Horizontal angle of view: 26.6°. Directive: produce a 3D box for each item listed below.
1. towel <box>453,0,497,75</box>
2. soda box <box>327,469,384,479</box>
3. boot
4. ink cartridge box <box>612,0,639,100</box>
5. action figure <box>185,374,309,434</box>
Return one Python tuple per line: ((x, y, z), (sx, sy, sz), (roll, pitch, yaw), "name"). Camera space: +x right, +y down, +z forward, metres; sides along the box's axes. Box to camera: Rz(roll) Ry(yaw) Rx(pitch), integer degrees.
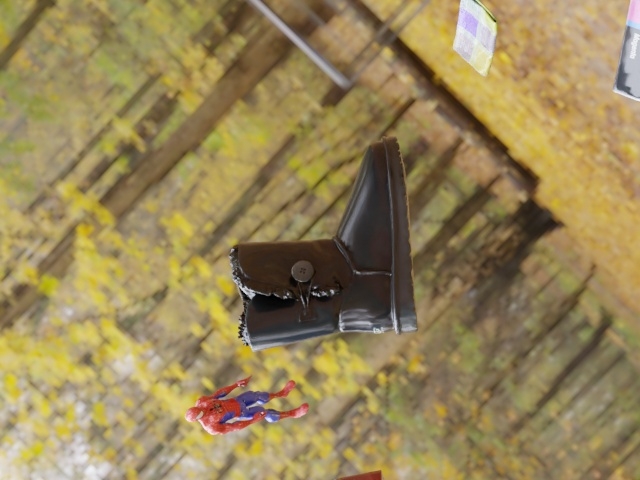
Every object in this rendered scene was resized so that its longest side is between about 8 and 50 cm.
((0.165, -0.219, 1.442), (0.060, 0.009, 0.083), (51, 154, 27), "towel")
((0.038, 0.373, 1.553), (0.263, 0.092, 0.083), (-84, -19, -67), "soda box")
((0.000, 0.000, 1.535), (0.094, 0.207, 0.246), (77, -170, -69), "boot")
((0.497, -0.188, 1.448), (0.371, 0.175, 0.069), (26, -146, 33), "ink cartridge box")
((-0.060, 0.130, 1.064), (0.115, 0.030, 0.038), (-5, -122, -44), "action figure")
